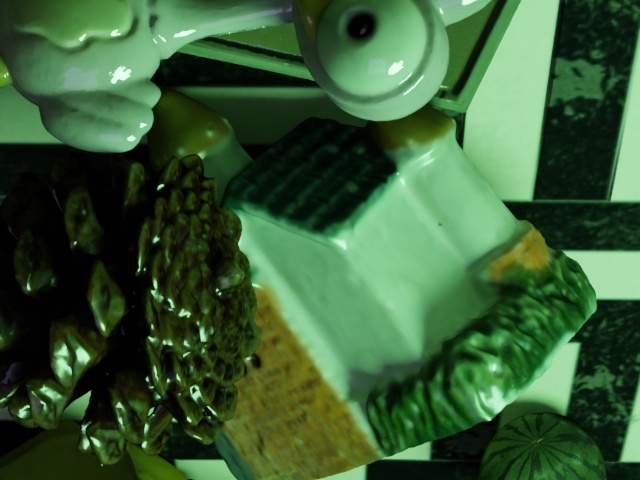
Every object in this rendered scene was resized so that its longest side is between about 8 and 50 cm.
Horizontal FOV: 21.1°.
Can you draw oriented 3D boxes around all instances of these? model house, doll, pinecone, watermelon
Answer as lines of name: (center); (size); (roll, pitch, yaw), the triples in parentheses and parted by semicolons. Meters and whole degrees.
model house: (0.000, 0.000, 1.182); (0.271, 0.190, 0.301); (-25, 105, 47)
doll: (-0.056, -0.133, 0.984); (0.365, 0.160, 0.094); (-7, 160, 13)
pinecone: (-0.135, 0.036, 1.037); (0.207, 0.208, 0.208); (0, 138, 0)
watermelon: (0.186, 0.201, 1.432); (0.105, 0.105, 0.133); (-7, 150, 8)

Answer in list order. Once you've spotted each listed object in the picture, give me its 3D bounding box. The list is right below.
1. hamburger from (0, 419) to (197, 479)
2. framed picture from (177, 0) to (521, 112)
hamburger: (-0.170, 0.369, 1.410); (0.395, 0.396, 0.277); (-29, 130, 29)
framed picture: (-0.019, -0.192, 1.049); (0.315, 0.024, 0.232); (12, 137, -12)
